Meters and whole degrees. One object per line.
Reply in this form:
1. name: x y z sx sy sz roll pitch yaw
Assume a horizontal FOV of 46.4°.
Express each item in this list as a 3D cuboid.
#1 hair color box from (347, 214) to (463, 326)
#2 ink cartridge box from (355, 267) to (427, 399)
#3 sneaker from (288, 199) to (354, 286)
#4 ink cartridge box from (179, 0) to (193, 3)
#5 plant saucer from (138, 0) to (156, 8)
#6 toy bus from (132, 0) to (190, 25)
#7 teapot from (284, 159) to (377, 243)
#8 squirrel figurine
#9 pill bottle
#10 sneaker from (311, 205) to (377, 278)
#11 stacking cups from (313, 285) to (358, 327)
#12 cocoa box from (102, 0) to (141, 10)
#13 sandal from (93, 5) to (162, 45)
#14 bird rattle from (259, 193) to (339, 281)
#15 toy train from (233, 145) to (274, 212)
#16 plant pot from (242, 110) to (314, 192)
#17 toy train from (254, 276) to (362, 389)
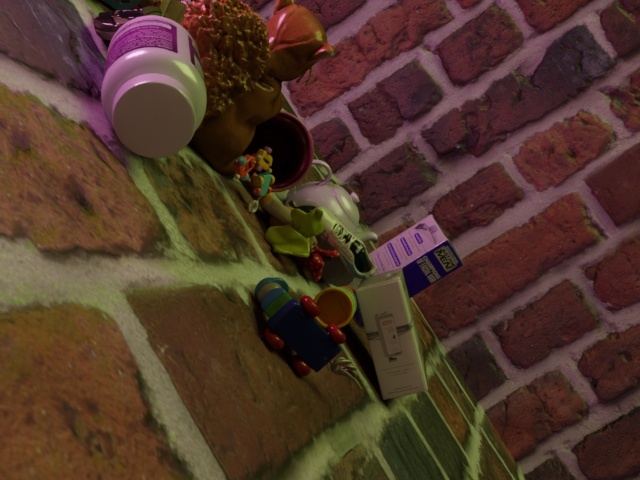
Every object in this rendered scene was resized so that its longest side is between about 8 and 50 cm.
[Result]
1. hair color box: 0.219 0.084 2.127 0.110 0.338 0.185 52 10 -23
2. ink cartridge box: 0.182 0.229 1.881 0.207 0.117 0.283 -33 109 -81
3. sneaker: 0.000 0.000 2.018 0.268 0.101 0.153 50 12 -29
4. ink cartridge box: -0.366 -0.664 2.170 0.165 0.065 0.333 -77 149 -60
5. plant saucer: -0.424 -0.581 1.911 0.200 0.037 0.200 49 -1 1
6. toy bus: -0.357 -0.474 1.756 0.191 0.202 0.104 53 -24 25
7. teapot: 0.026 -0.084 2.182 0.253 0.187 0.256 59 10 18
8. squirrel figurine: -0.160 -0.366 1.591 0.281 0.370 0.397 59 9 10
9. pill bottle: -0.277 -0.255 1.245 0.169 0.169 0.301 51 10 -31
10. sneaker: 0.063 0.001 1.907 0.237 0.086 0.085 51 55 -21
11. stacking cups: 0.042 0.154 1.812 0.096 0.096 0.316 57 4 4
12. cocoa box: -0.471 -0.717 1.608 0.347 0.231 0.228 58 9 6
13. sandal: -0.384 -0.412 1.484 0.303 0.120 0.086 -96 180 -67
14. bird rattle: -0.053 -0.027 1.795 0.207 0.143 0.253 43 1 20
15. toy train: -0.157 -0.147 1.677 0.046 0.125 0.166 26 -32 23
16. plant pot: -0.130 -0.227 1.903 0.201 0.201 0.180 55 -6 -13
17. toy train: -0.022 0.173 1.364 0.248 0.105 0.143 50 -2 -37
